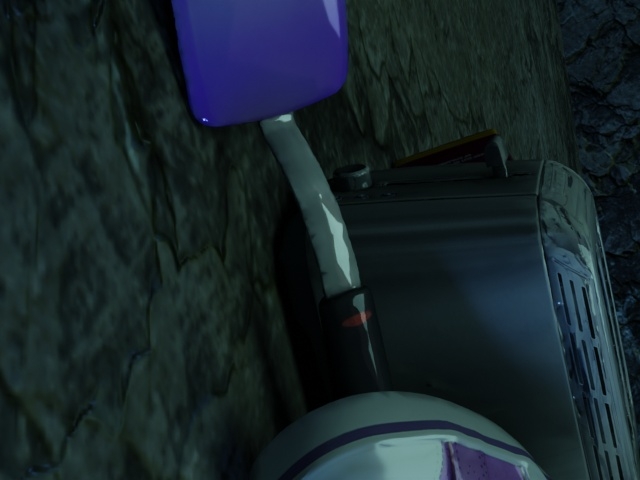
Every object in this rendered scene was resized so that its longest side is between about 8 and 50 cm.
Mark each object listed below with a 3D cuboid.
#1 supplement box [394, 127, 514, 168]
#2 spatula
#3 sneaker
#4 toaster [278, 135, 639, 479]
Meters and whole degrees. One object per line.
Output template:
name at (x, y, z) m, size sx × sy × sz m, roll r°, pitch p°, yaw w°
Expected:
supplement box at (0.114, 0.017, 0.726) m, size 0.188 × 0.081 × 0.104 m, roll -103°, pitch 173°, yaw -59°
spatula at (0.000, 0.000, 0.468) m, size 0.084 × 0.030 × 0.296 m, roll -19°, pitch 102°, yaw -28°
sneaker at (0.093, 0.175, 0.443) m, size 0.282 × 0.102 × 0.161 m, roll 39°, pitch 12°, yaw -33°
toaster at (0.080, 0.062, 0.561) m, size 0.129 × 0.147 × 0.226 m, roll -50°, pitch 129°, yaw -66°
